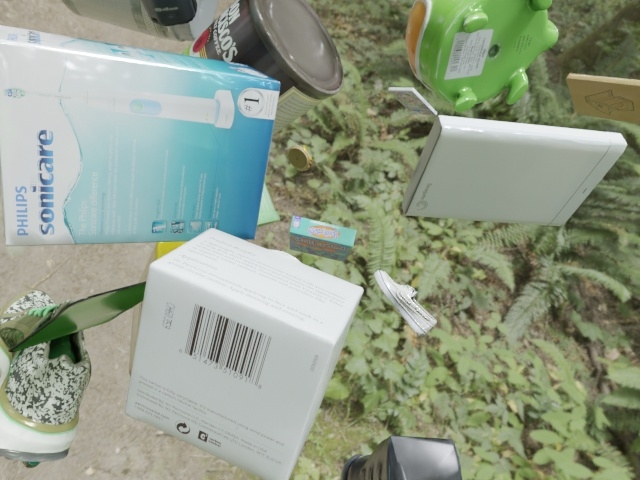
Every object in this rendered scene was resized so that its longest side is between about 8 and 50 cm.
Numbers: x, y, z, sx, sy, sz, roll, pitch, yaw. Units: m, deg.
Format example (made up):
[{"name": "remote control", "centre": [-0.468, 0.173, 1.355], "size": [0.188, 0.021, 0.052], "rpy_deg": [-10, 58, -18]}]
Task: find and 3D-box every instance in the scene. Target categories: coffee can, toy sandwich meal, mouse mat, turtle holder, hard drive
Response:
[{"name": "coffee can", "centre": [-0.129, -0.261, 0.818], "size": [0.201, 0.275, 0.202], "rpy_deg": [33, 43, -38]}, {"name": "toy sandwich meal", "centre": [-0.059, -0.247, 1.459], "size": [0.085, 0.085, 0.029], "rpy_deg": [43, 47, -1]}, {"name": "mouse mat", "centre": [-0.281, 0.089, 0.621], "size": [0.152, 0.189, 0.007], "rpy_deg": [-16, 77, -58]}, {"name": "turtle holder", "centre": [0.316, -0.422, 0.969], "size": [0.227, 0.320, 0.243], "rpy_deg": [57, 3, 41]}, {"name": "hard drive", "centre": [0.362, -0.124, 0.958], "size": [0.352, 0.233, 0.047], "rpy_deg": [4, 52, -8]}]

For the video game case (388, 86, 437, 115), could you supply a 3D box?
[{"name": "video game case", "centre": [0.248, -0.373, 1.319], "size": [0.122, 0.011, 0.087], "rpy_deg": [28, -4, -41]}]

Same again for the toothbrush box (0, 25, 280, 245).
[{"name": "toothbrush box", "centre": [-0.220, -0.117, 0.602], "size": [0.295, 0.217, 0.126], "rpy_deg": [-3, 28, -30]}]

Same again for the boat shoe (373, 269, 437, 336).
[{"name": "boat shoe", "centre": [0.289, 0.196, 1.677], "size": [0.268, 0.088, 0.096], "rpy_deg": [54, 14, 22]}]

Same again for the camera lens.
[{"name": "camera lens", "centre": [-0.352, -0.520, 0.945], "size": [0.274, 0.220, 0.219], "rpy_deg": [15, 41, -2]}]

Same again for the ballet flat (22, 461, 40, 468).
[{"name": "ballet flat", "centre": [-0.632, 0.419, 1.106], "size": [0.070, 0.070, 0.188], "rpy_deg": [27, 37, -21]}]

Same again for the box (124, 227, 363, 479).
[{"name": "box", "centre": [-0.076, 0.110, 0.493], "size": [0.180, 0.182, 0.119], "rpy_deg": [21, 23, 10]}]

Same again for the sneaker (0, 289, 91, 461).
[{"name": "sneaker", "centre": [-0.447, 0.169, 0.835], "size": [0.158, 0.182, 0.410], "rpy_deg": [32, 4, -39]}]

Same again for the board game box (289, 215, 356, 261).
[{"name": "board game box", "centre": [0.000, 0.000, 1.282], "size": [0.160, 0.210, 0.047], "rpy_deg": [13, 77, 0]}]

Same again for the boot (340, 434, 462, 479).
[{"name": "boot", "centre": [0.135, 0.514, 0.775], "size": [0.146, 0.445, 0.367], "rpy_deg": [-8, 65, -14]}]

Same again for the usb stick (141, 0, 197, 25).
[{"name": "usb stick", "centre": [-0.212, -0.364, 0.613], "size": [0.077, 0.278, 0.045], "rpy_deg": [-17, 82, -6]}]

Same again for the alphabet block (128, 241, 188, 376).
[{"name": "alphabet block", "centre": [-0.229, 0.131, 0.895], "size": [0.192, 0.197, 0.194], "rpy_deg": [8, 57, -28]}]

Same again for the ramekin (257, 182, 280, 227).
[{"name": "ramekin", "centre": [-0.286, -0.093, 1.490], "size": [0.303, 0.303, 0.148], "rpy_deg": [-17, 93, -50]}]

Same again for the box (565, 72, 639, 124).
[{"name": "box", "centre": [0.758, -0.367, 1.282], "size": [0.201, 0.021, 0.164], "rpy_deg": [27, -7, 43]}]
